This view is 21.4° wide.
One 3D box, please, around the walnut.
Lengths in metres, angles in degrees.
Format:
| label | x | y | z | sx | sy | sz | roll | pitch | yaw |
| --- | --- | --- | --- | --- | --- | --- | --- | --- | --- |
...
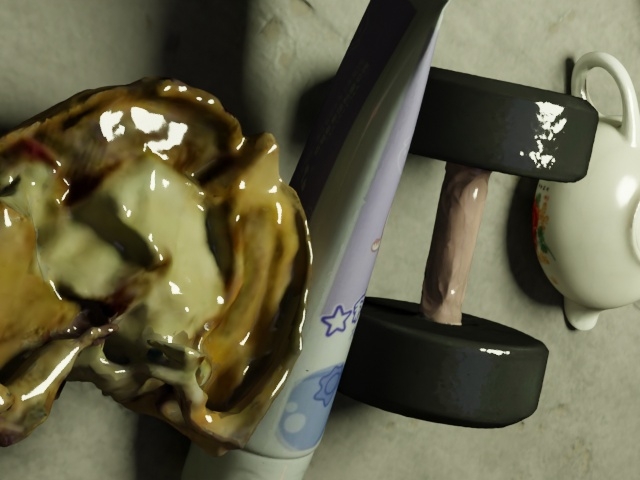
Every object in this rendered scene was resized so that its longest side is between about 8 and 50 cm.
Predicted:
| label | x | y | z | sx | sy | sz | roll | pitch | yaw |
| --- | --- | --- | --- | --- | --- | --- | --- | --- | --- |
| walnut | -0.125 | 0.011 | 0.940 | 0.238 | 0.141 | 0.204 | 10 | 86 | -41 |

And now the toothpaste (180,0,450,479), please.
| label | x | y | z | sx | sy | sz | roll | pitch | yaw |
| --- | --- | --- | --- | --- | --- | --- | --- | --- | --- |
| toothpaste | 0.000 | 0.000 | 1.030 | 0.080 | 0.125 | 0.371 | 12 | 110 | -16 |

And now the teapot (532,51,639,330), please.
| label | x | y | z | sx | sy | sz | roll | pitch | yaw |
| --- | --- | --- | --- | --- | --- | --- | --- | --- | --- |
| teapot | 0.222 | -0.030 | 1.273 | 0.145 | 0.092 | 0.226 | -17 | 111 | -38 |

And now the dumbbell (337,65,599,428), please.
| label | x | y | z | sx | sy | sz | roll | pitch | yaw |
| --- | --- | --- | --- | --- | --- | --- | --- | --- | --- |
| dumbbell | 0.089 | 0.000 | 1.114 | 0.152 | 0.152 | 0.218 | 5 | 99 | -43 |
